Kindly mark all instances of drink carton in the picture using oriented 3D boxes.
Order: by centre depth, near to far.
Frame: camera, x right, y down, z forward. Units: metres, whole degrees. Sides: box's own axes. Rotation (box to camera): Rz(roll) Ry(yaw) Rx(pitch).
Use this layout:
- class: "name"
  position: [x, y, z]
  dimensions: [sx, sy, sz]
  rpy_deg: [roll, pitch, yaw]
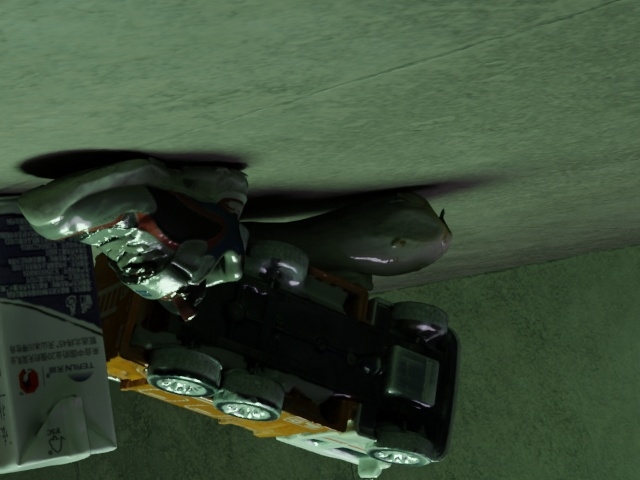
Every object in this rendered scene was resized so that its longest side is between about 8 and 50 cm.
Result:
- class: "drink carton"
  position: [-0.259, 0.082, 1.076]
  dimensions: [0.102, 0.222, 0.134]
  rpy_deg: [-2, 172, -44]

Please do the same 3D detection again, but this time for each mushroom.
- class: "mushroom"
  position: [0.001, 0.001, 1.354]
  dimensions: [0.278, 0.096, 0.099]
  rpy_deg: [-7, 129, -1]

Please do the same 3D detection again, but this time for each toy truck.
- class: "toy truck"
  position: [-0.053, 0.118, 1.308]
  dimensions: [0.387, 0.173, 0.207]
  rpy_deg: [24, 153, -28]

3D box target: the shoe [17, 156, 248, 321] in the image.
- class: "shoe"
  position: [-0.137, 0.004, 0.993]
  dimensions: [0.099, 0.125, 0.227]
  rpy_deg: [-9, 176, 37]
